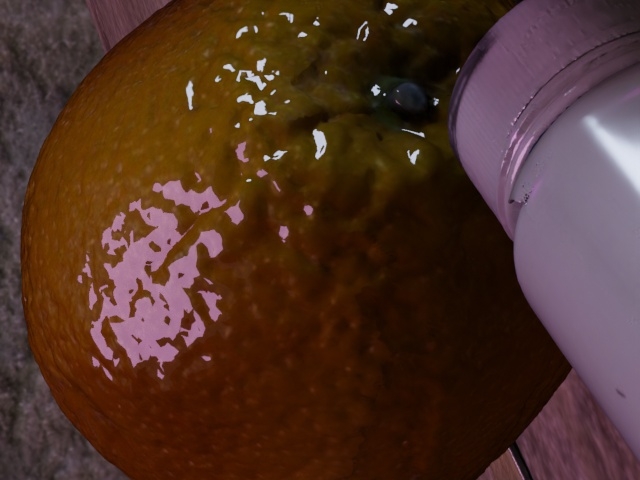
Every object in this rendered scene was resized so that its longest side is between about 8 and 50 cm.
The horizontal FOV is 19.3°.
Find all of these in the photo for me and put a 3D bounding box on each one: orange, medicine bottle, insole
[{"bbox_3d":[0.000,0.000,1.021,0.322,0.322,0.357,67,160,14],"label":"orange"},{"bbox_3d":[0.157,0.011,0.747,0.143,0.143,0.258,81,163,-44],"label":"medicine bottle"},{"bbox_3d":[0.129,0.148,1.448,0.081,0.011,0.248,99,149,-69],"label":"insole"}]
